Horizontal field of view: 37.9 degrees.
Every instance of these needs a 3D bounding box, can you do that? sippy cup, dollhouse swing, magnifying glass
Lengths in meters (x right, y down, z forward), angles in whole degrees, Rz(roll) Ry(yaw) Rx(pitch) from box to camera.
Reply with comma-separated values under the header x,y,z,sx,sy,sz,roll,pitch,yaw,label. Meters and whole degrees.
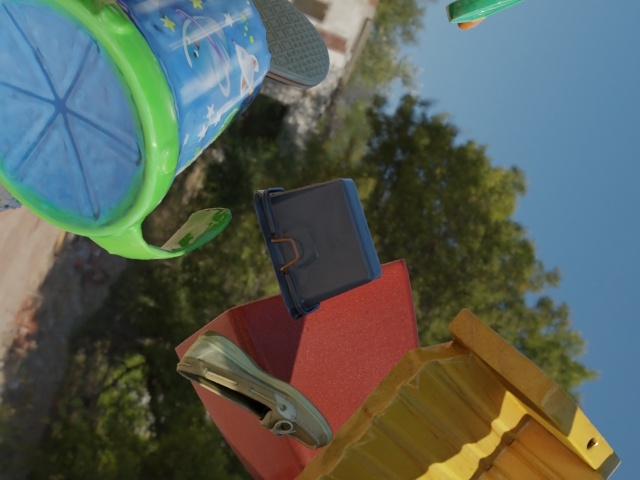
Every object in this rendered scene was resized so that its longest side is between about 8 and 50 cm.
x,y,z,sx,sy,sz,roll,pitch,yaw,label
-0.170,-0.154,0.846,0.224,0.240,0.306,-41,155,-47,sippy cup
0.172,0.326,0.871,0.347,0.315,0.305,-47,-135,-3,dollhouse swing
0.185,-0.267,1.080,0.231,0.092,0.026,-79,152,-81,magnifying glass

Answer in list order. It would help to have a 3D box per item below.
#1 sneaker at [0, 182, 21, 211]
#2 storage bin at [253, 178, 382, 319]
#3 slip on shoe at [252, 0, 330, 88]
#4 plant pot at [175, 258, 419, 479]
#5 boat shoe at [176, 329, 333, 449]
x,y,z,sx,sy,sz,roll,pitch,yaw,label
-0.453,-0.091,1.378,0.087,0.228,0.092,-18,101,-64,sneaker
0.000,0.000,0.930,0.098,0.091,0.135,-13,85,-75,storage bin
-0.143,-0.288,1.236,0.101,0.331,0.123,128,-20,-60,slip on shoe
-0.011,0.198,1.281,0.267,0.267,0.236,-35,-108,61,plant pot
-0.058,0.144,0.839,0.048,0.153,0.056,-53,-174,-31,boat shoe
